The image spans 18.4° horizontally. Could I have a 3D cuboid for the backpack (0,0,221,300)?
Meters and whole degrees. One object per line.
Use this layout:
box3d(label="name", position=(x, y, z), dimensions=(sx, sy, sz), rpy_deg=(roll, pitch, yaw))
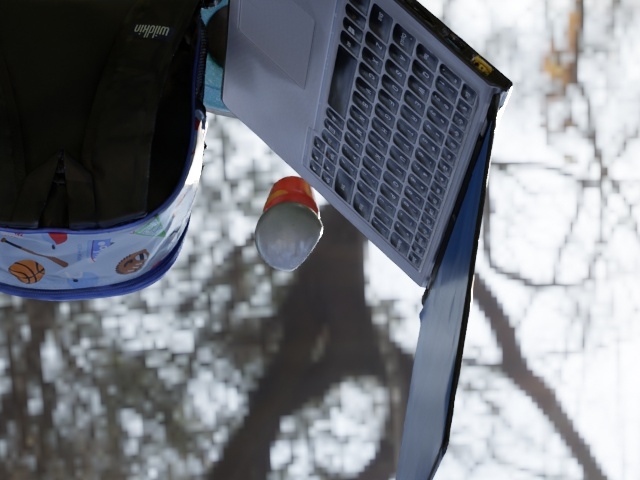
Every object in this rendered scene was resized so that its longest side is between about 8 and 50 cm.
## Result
box3d(label="backpack", position=(-0.215, -0.077, 1.627), dimensions=(0.276, 0.213, 0.263), rpy_deg=(-1, -132, -1))

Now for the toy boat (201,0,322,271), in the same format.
box3d(label="toy boat", position=(-0.034, -0.136, 1.878), dimensions=(0.267, 0.318, 0.148), rpy_deg=(-3, -159, 3))

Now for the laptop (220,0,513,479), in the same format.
box3d(label="laptop", position=(0.000, 0.000, 1.513), dimensions=(0.408, 0.382, 0.236), rpy_deg=(43, -110, 13))
